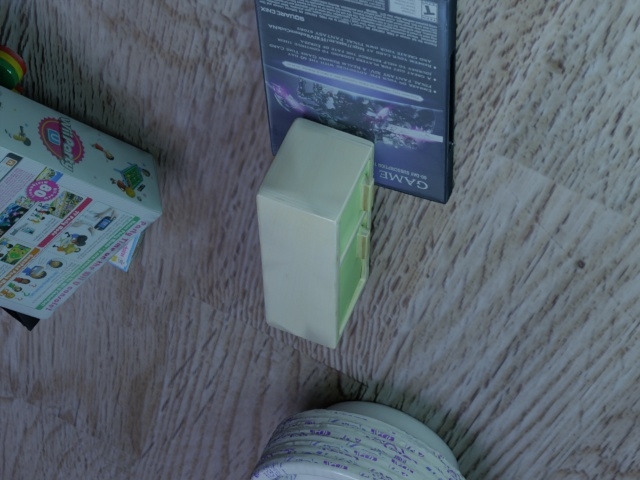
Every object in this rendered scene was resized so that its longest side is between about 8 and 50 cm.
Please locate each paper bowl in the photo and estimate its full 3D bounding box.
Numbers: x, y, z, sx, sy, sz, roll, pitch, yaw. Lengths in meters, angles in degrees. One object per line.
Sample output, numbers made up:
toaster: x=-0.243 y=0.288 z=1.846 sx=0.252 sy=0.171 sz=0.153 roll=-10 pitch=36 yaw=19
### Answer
paper bowl: x=0.063 y=0.313 z=1.905 sx=0.284 sy=0.148 sz=0.284 roll=19 pitch=143 yaw=15

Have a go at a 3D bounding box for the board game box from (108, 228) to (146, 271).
board game box: x=-0.257 y=-0.032 z=1.799 sx=0.103 sy=0.026 sz=0.154 roll=29 pitch=145 yaw=0

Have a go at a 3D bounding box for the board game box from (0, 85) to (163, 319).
board game box: x=-0.358 y=-0.048 z=1.624 sx=0.303 sy=0.098 sz=0.224 roll=25 pitch=128 yaw=-39

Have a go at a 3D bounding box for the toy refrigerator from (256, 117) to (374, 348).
toy refrigerator: x=0.000 y=0.000 z=1.568 sx=0.094 sy=0.102 sz=0.269 roll=19 pitch=151 yaw=12

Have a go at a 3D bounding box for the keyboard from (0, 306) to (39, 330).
keyboard: x=-0.428 y=-0.011 z=1.859 sx=0.201 sy=0.033 sz=0.317 roll=28 pitch=153 yaw=47

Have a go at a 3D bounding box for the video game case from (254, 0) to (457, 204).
video game case: x=0.034 y=-0.156 z=1.446 sx=0.196 sy=0.026 sz=0.274 roll=17 pitch=144 yaw=17

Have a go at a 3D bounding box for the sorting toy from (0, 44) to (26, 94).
sorting toy: x=-0.354 y=-0.131 z=1.723 sx=0.132 sy=0.046 sz=0.274 roll=38 pitch=147 yaw=-12
